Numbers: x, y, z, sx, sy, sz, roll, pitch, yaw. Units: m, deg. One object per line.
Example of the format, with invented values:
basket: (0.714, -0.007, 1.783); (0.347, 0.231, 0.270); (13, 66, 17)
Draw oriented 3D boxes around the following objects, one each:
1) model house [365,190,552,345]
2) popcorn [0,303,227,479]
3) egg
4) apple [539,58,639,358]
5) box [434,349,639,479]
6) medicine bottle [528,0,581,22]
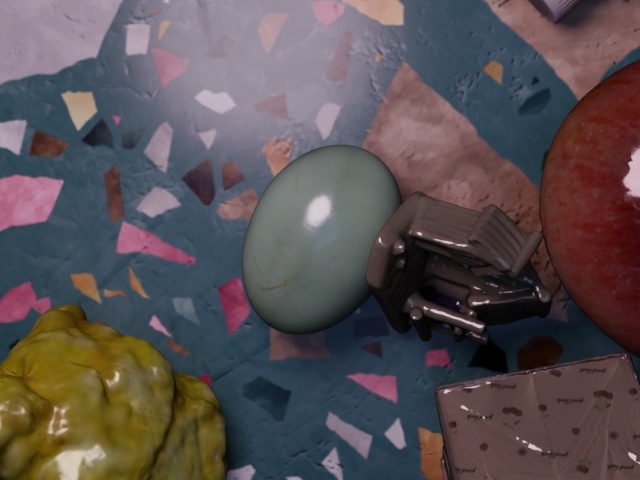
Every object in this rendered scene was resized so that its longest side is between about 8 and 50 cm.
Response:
model house: (0.163, 0.039, 1.184); (0.188, 0.229, 0.122); (11, 68, 18)
popcorn: (-0.255, 0.254, 1.194); (0.293, 0.292, 0.334); (-42, 94, 0)
egg: (0.000, 0.000, 1.222); (0.168, 0.168, 0.231); (30, 100, 2)
apple: (0.384, -0.027, 1.138); (0.344, 0.269, 0.345); (-2, 96, -15)
box: (0.257, 0.302, 1.141); (0.225, 0.190, 0.297); (-12, 55, 3)
medicine bottle: (0.323, -0.343, 1.210); (0.212, 0.122, 0.122); (-43, 89, 4)
